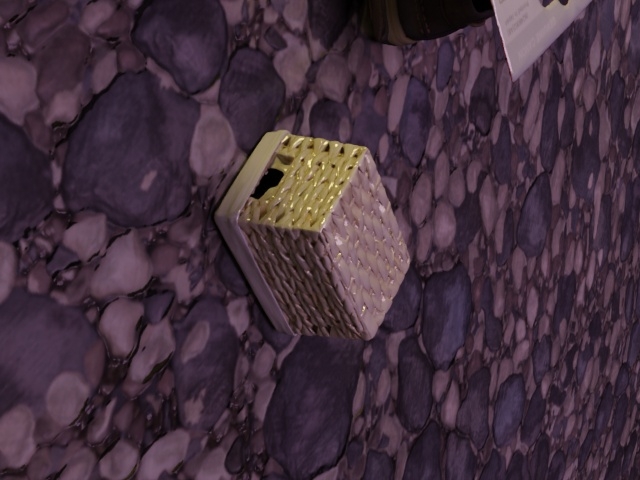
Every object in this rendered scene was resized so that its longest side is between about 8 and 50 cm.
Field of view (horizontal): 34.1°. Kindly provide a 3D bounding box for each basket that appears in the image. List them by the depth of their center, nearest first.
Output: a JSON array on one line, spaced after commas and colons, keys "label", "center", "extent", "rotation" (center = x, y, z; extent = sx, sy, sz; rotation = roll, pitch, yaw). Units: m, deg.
[{"label": "basket", "center": [0.000, 0.000, 0.916], "extent": [0.113, 0.103, 0.167], "rotation": [-61, 143, -31]}]

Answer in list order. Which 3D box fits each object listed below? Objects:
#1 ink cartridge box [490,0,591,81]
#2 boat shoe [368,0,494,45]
[{"label": "ink cartridge box", "center": [0.136, -0.369, 0.957], "extent": [0.308, 0.091, 0.385], "rotation": [-45, 118, -45]}, {"label": "boat shoe", "center": [0.181, -0.294, 1.105], "extent": [0.355, 0.130, 0.132], "rotation": [-47, 136, -43]}]
